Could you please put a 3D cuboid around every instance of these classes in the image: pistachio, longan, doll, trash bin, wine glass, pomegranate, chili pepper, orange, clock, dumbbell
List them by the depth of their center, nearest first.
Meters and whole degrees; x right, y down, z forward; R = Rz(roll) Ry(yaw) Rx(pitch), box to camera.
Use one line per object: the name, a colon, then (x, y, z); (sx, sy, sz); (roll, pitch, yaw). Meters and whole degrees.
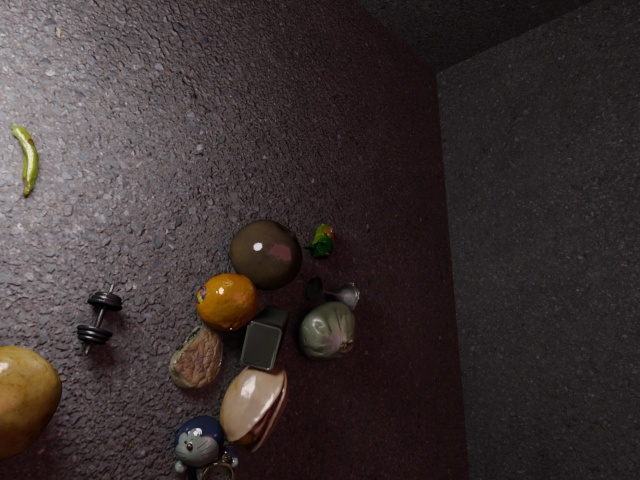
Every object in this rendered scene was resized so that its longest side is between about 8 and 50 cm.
pomegranate: (-0.746, 0.374, 0.965); (0.260, 0.260, 0.260); (14, 71, -46)
chili pepper: (-0.822, -0.229, 1.172); (0.049, 0.043, 0.208); (-14, 92, -61)
dumbbell: (-0.643, 0.227, 1.217); (0.099, 0.099, 0.208); (32, 57, -39)
clock: (-0.381, 0.695, 1.362); (0.200, 0.146, 0.243); (-18, 102, -6)
orange: (-0.328, 0.219, 1.478); (0.219, 0.193, 0.219); (-20, 134, -22)
pistachio: (-0.227, 0.583, 1.501); (0.230, 0.230, 0.308); (47, 52, -31)
trash bin: (-0.197, 0.356, 1.565); (0.240, 0.122, 0.164); (-51, 154, -82)
longan: (-0.205, 0.055, 1.604); (0.297, 0.297, 0.297); (14, 71, -46)
wine glass: (0.053, 0.250, 1.963); (0.232, 0.156, 0.156); (20, 67, -39)
doll: (0.006, 0.005, 1.989); (0.134, 0.106, 0.186); (42, 52, -19)

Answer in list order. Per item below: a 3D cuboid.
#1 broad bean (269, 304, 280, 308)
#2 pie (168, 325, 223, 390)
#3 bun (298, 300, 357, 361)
broad bean: (-0.198, 0.299, 1.740); (0.083, 0.045, 0.063); (3, 90, -40)
pie: (-0.420, 0.419, 1.455); (0.185, 0.052, 0.218); (55, 44, -21)
bun: (0.056, 0.418, 1.832); (0.293, 0.187, 0.293); (-12, 111, -33)
